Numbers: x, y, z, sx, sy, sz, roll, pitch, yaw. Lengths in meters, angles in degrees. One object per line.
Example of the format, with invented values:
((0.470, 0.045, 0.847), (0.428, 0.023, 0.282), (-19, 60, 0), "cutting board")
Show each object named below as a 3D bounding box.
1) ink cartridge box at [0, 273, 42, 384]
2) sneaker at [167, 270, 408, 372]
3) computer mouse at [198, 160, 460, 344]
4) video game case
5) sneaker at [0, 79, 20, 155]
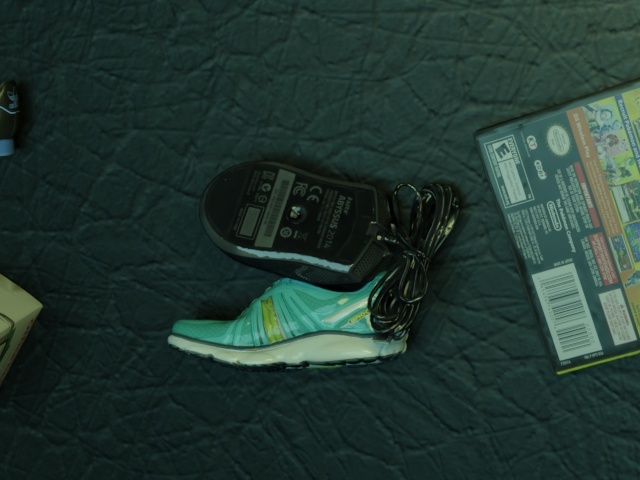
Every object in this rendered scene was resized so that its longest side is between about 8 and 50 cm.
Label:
((-0.427, 0.138, 2.081), (0.092, 0.219, 0.160), (34, 111, 7), "ink cartridge box")
((-0.034, 0.090, 2.012), (0.275, 0.107, 0.110), (-5, 80, 16), "sneaker")
((0.000, 0.000, 1.961), (0.272, 0.072, 0.188), (17, 67, 14), "computer mouse")
((0.317, -0.020, 1.884), (0.248, 0.035, 0.275), (-17, 95, 22), "video game case")
((-0.455, -0.161, 2.105), (0.232, 0.081, 0.090), (11, 102, 10), "sneaker")
